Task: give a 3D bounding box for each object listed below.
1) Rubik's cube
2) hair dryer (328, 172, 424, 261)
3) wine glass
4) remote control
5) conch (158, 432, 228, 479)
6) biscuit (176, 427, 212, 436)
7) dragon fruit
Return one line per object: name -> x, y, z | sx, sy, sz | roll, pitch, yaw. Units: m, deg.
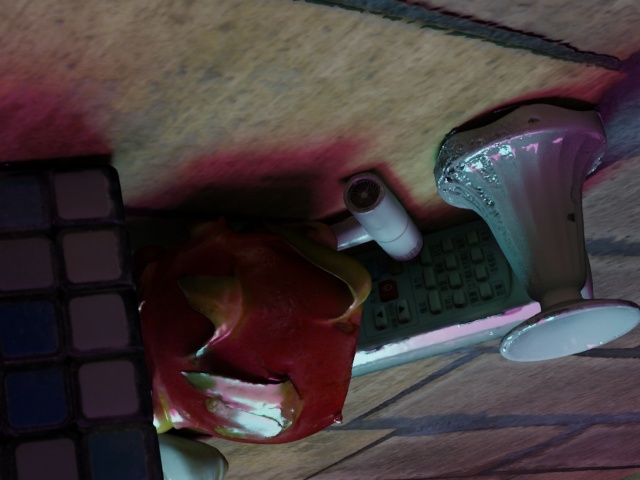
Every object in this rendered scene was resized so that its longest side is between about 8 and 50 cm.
Rubik's cube -> -0.299, 0.129, 1.126 | 0.291, 0.293, 0.287 | -8, 158, -16
hair dryer -> -0.004, -0.002, 1.310 | 0.183, 0.044, 0.155 | -15, 156, 13
wine glass -> 0.200, -0.005, 1.205 | 0.164, 0.197, 0.165 | -13, 158, -5
remote control -> 0.101, 0.056, 1.375 | 0.343, 0.145, 0.050 | -17, 131, 8
conch -> -0.209, 0.329, 1.845 | 0.158, 0.127, 0.255 | 2, 167, 29
biscuit -> -0.104, 0.225, 1.818 | 0.225, 0.036, 0.166 | -22, 158, 23
dragon fruit -> -0.070, 0.079, 1.233 | 0.227, 0.224, 0.224 | 13, 153, -10
